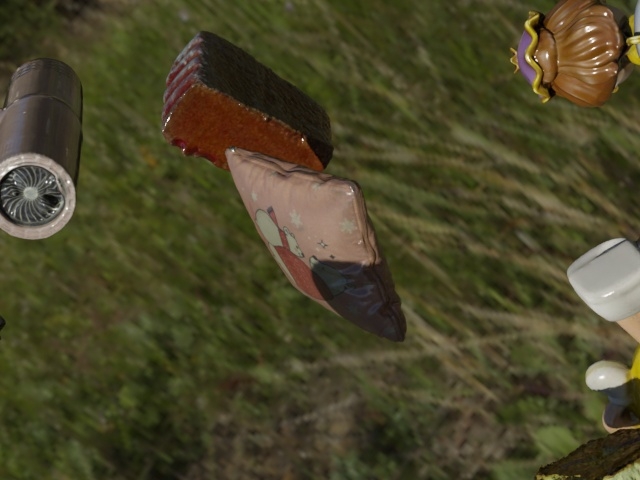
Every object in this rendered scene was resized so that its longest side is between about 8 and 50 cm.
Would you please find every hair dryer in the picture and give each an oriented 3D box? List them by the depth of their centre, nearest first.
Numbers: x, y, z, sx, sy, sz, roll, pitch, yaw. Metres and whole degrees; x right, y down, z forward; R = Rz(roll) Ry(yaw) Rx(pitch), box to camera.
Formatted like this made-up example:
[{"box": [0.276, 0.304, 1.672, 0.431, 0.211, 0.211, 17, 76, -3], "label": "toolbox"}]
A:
[{"box": [-0.253, -0.062, 0.929, 0.195, 0.220, 0.054, -110, 23, -66], "label": "hair dryer"}]

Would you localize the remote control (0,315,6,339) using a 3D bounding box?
[{"box": [-0.226, 0.081, 0.959, 0.016, 0.034, 0.091, 28, 74, 31], "label": "remote control"}]

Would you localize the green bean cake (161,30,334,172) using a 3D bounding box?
[{"box": [-0.094, -0.152, 1.999, 0.097, 0.232, 0.198, -47, 26, 24], "label": "green bean cake"}]

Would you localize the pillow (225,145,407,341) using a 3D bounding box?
[{"box": [0.000, 0.000, 1.783, 0.084, 0.236, 0.223, -40, 40, -23], "label": "pillow"}]

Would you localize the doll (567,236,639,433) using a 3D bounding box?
[{"box": [0.448, 0.118, 1.701, 0.348, 0.423, 0.161, -50, 20, 34], "label": "doll"}]

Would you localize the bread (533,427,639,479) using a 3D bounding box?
[{"box": [0.289, 0.235, 1.534, 0.140, 0.069, 0.128, -24, 8, -33], "label": "bread"}]

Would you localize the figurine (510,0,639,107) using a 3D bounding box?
[{"box": [0.354, -0.234, 1.840, 0.263, 0.189, 0.142, -6, 90, 30], "label": "figurine"}]
